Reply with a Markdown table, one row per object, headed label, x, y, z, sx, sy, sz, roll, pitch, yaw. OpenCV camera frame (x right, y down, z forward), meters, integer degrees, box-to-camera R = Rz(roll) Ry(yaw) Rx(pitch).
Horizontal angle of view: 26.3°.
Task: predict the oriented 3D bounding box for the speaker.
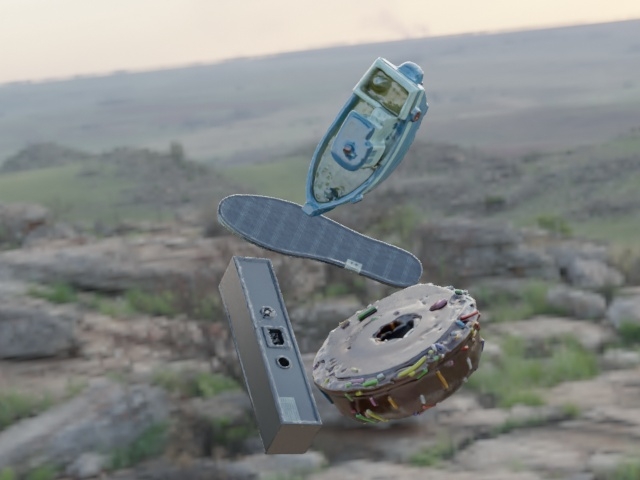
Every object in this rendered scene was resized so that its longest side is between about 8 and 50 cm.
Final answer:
| label | x | y | z | sx | sy | sz | roll | pitch | yaw |
| --- | --- | --- | --- | --- | --- | --- | --- | --- | --- |
| speaker | -0.046 | 0.097 | 1.207 | 0.040 | 0.046 | 0.191 | 4 | 44 | -25 |

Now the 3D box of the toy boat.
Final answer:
| label | x | y | z | sx | sy | sz | roll | pitch | yaw |
| --- | --- | --- | --- | --- | --- | --- | --- | --- | --- |
| toy boat | 0.041 | -0.117 | 1.609 | 0.088 | 0.215 | 0.102 | 40 | 20 | 20 |

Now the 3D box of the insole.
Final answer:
| label | x | y | z | sx | sy | sz | roll | pitch | yaw |
| --- | --- | --- | --- | --- | --- | --- | --- | --- | --- |
| insole | 0.000 | 0.000 | 1.976 | 0.309 | 0.012 | 0.110 | 22 | 44 | 0 |

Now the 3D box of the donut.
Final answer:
| label | x | y | z | sx | sy | sz | roll | pitch | yaw |
| --- | --- | --- | --- | --- | --- | --- | --- | --- | --- |
| donut | 0.105 | 0.147 | 1.736 | 0.235 | 0.089 | 0.235 | -23 | 19 | 9 |
